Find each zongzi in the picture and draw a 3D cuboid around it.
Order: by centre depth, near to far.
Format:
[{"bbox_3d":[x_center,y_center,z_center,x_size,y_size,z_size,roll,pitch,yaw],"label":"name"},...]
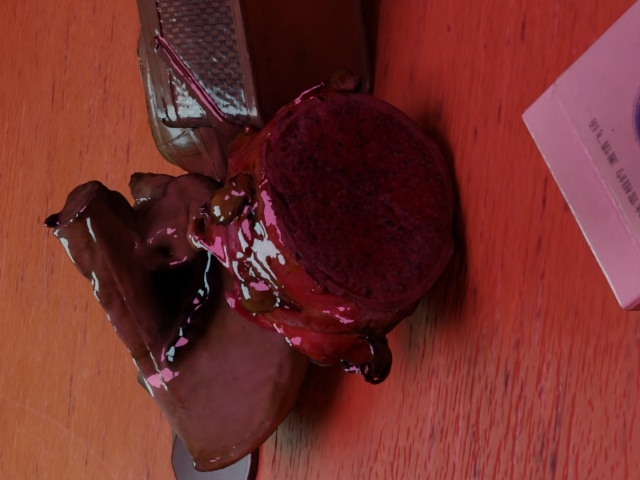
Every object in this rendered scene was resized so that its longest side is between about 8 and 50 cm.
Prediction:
[{"bbox_3d":[-0.143,-0.148,1.651,0.197,0.099,0.194,20,134,57],"label":"zongzi"}]

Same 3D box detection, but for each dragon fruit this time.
[{"bbox_3d":[0.000,0.000,1.383,0.147,0.211,0.282,-34,55,54],"label":"dragon fruit"}]

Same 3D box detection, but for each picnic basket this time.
[{"bbox_3d":[-0.064,-0.228,1.487,0.139,0.165,0.266,3,108,44],"label":"picnic basket"}]

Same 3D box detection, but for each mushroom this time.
[{"bbox_3d":[-0.104,0.031,1.554,0.212,0.292,0.217,-34,13,25],"label":"mushroom"}]

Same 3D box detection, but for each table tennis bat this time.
[{"bbox_3d":[-0.132,0.196,1.726,0.246,0.022,0.138,40,117,49],"label":"table tennis bat"}]

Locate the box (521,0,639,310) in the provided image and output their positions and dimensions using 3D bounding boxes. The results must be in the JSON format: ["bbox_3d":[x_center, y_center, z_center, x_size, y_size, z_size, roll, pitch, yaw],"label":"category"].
[{"bbox_3d":[0.258,-0.089,1.032,0.256,0.069,0.164,-46,59,42],"label":"box"}]
